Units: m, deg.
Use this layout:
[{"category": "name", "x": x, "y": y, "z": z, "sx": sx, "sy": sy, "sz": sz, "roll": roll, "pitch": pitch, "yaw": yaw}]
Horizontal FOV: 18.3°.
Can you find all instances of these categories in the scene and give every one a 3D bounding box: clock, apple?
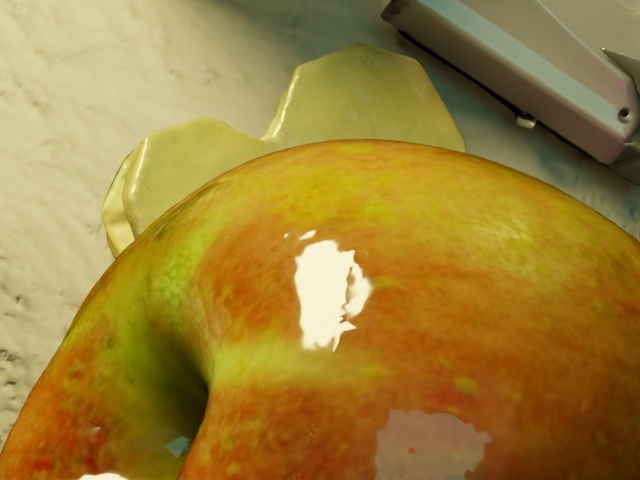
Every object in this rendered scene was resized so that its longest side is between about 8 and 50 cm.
[{"category": "clock", "x": 0.169, "y": -0.173, "z": 1.156, "sx": 0.186, "sy": 0.083, "sz": 0.253, "roll": 32, "pitch": 66, "yaw": -3}, {"category": "apple", "x": 0.029, "y": 0.128, "z": 0.880, "sx": 0.340, "sy": 0.339, "sz": 0.339, "roll": 5, "pitch": 70, "yaw": -15}]

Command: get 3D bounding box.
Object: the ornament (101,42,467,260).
[{"category": "ornament", "x": 0.000, "y": 0.000, "z": 1.061, "sx": 0.201, "sy": 0.059, "sz": 0.180, "roll": -25, "pitch": 83, "yaw": -25}]
